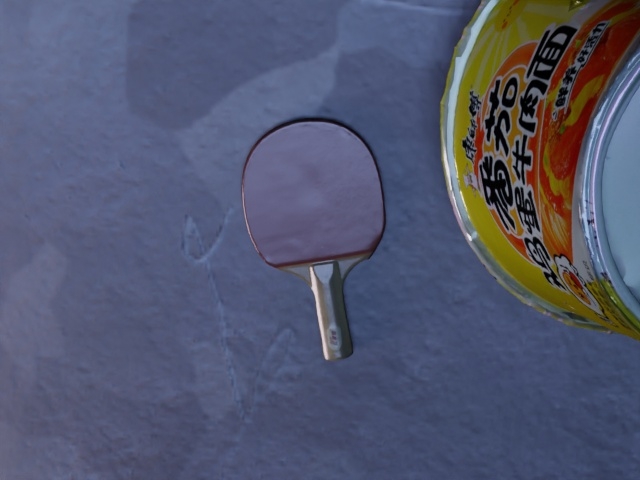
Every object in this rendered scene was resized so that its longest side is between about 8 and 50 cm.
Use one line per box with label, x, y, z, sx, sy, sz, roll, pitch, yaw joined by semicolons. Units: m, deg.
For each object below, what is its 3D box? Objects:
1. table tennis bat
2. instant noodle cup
table tennis bat;0.000;0.000;1.189;0.087;0.013;0.156;-9;107;2
instant noodle cup;0.209;-0.050;1.044;0.264;0.200;0.264;-2;102;-8
